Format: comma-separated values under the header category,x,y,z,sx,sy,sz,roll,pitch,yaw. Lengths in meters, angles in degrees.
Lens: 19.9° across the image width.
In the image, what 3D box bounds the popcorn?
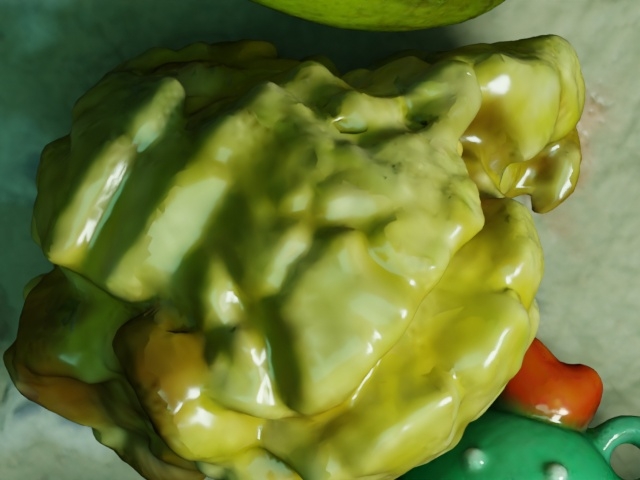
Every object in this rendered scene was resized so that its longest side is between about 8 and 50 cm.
category,x,y,z,sx,sy,sz,roll,pitch,yaw
popcorn,0.000,0.000,0.914,0.332,0.265,0.225,-28,125,-13

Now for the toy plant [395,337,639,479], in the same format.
category,x,y,z,sx,sy,sz,roll,pitch,yaw
toy plant,0.033,0.227,1.004,0.400,0.279,0.185,-38,144,-10

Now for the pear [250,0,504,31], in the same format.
category,x,y,z,sx,sy,sz,roll,pitch,yaw
pear,0.005,-0.214,0.883,0.269,0.212,0.212,37,101,-22
